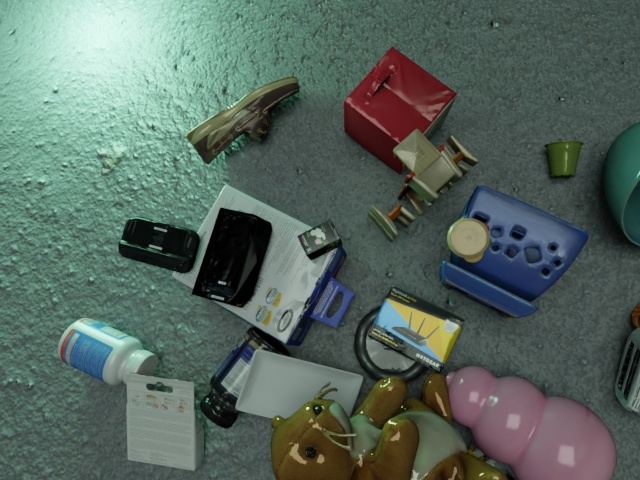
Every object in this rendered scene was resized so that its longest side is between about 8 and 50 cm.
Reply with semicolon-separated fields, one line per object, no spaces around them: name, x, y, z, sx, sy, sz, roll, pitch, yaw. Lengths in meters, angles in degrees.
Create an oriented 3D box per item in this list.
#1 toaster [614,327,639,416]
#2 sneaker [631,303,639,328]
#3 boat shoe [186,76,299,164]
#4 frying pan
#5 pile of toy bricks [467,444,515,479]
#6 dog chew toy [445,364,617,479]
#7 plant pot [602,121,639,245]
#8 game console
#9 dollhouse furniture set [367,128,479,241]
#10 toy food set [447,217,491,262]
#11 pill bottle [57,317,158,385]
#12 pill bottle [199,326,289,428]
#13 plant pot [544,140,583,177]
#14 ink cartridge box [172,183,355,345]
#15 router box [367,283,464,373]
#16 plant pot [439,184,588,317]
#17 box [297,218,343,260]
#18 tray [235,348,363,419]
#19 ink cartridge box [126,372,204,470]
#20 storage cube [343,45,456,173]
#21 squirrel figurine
toaster;0.704;0.281;0.931;0.146;0.129;0.227;11;104;16
sneaker;0.806;0.142;0.975;0.262;0.099;0.121;-29;78;4
boat shoe;-0.194;-0.326;1.265;0.342;0.123;0.123;-32;103;-4
frying pan;0.154;0.305;1.079;0.197;0.053;0.326;16;77;13
pile of toy bricks;0.359;0.553;0.963;0.212;0.118;0.105;48;121;8
dog chew toy;0.405;0.379;0.943;0.331;0.206;0.207;29;83;23
plant pot;0.738;-0.153;0.986;0.290;0.290;0.195;-16;38;6
game console;-0.304;0.013;1.077;0.361;0.044;0.213;14;77;12
dollhouse furniture set;0.224;-0.145;1.060;0.262;0.259;0.135;-42;84;-3
toy food set;0.295;-0.005;0.910;0.083;0.020;0.083;33;96;18
pill bottle;-0.532;0.291;1.163;0.221;0.124;0.124;20;81;15
pill bottle;-0.183;0.326;1.092;0.123;0.123;0.219;36;86;16
plant pot;0.583;-0.192;1.105;0.083;0.083;0.079;2;89;11
ink cartridge box;-0.117;0.077;1.124;0.395;0.151;0.270;26;82;17
router box;0.215;0.200;1.046;0.179;0.046;0.133;25;78;14
plant pot;0.390;0.040;1.004;0.236;0.236;0.212;28;89;15
box;0.000;0.000;1.015;0.083;0.062;0.052;-26;74;1
tray;-0.045;0.343;1.052;0.270;0.030;0.145;19;92;-17
ink cartridge box;-0.373;0.426;1.103;0.181;0.056;0.225;4;97;12
storage cube;0.188;-0.311;1.134;0.193;0.215;0.184;40;86;10
squirrel figurine;0.074;0.452;0.892;0.370;0.281;0.397;8;122;-17
